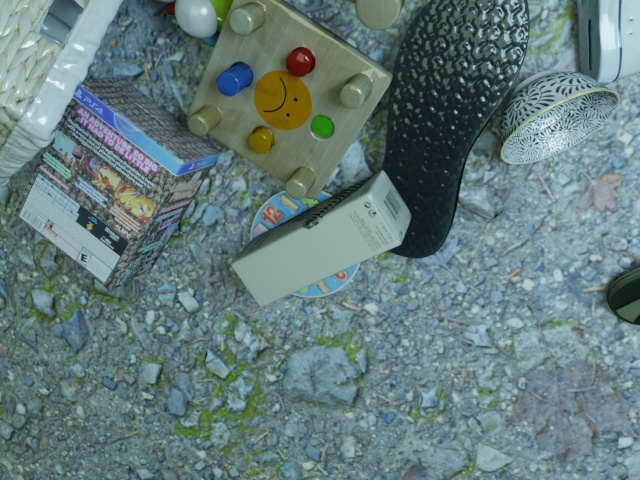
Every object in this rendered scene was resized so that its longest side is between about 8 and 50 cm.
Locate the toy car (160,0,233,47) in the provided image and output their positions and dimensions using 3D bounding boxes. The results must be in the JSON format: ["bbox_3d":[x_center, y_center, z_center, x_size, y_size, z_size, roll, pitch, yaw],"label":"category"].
[{"bbox_3d":[-0.191,-0.387,0.930,0.182,0.159,0.136,46,147,0],"label":"toy car"}]

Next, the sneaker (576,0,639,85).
[{"bbox_3d":[0.400,-0.343,0.779,0.091,0.094,0.257,-14,119,-3],"label":"sneaker"}]

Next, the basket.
[{"bbox_3d":[-0.476,-0.302,0.834,0.267,0.328,0.331,31,154,-32],"label":"basket"}]

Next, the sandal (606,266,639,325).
[{"bbox_3d":[0.569,0.032,0.846,0.303,0.086,0.120,-25,103,36],"label":"sandal"}]

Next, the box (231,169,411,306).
[{"bbox_3d":[0.000,0.000,0.931,0.275,0.113,0.094,-26,105,27],"label":"box"}]

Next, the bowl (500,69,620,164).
[{"bbox_3d":[0.323,-0.188,0.830,0.170,0.170,0.080,-27,67,21],"label":"bowl"}]

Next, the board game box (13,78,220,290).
[{"bbox_3d":[-0.365,-0.103,1.048,0.232,0.141,0.291,38,112,4],"label":"board game box"}]

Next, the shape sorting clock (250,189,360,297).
[{"bbox_3d":[-0.027,0.006,1.033,0.207,0.040,0.206,5,106,16],"label":"shape sorting clock"}]

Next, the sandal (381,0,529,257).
[{"bbox_3d":[0.179,-0.182,0.898,0.168,0.107,0.445,21,123,9],"label":"sandal"}]

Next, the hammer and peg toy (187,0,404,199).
[{"bbox_3d":[-0.037,-0.258,0.864,0.266,0.127,0.361,32,127,-1],"label":"hammer and peg toy"}]
